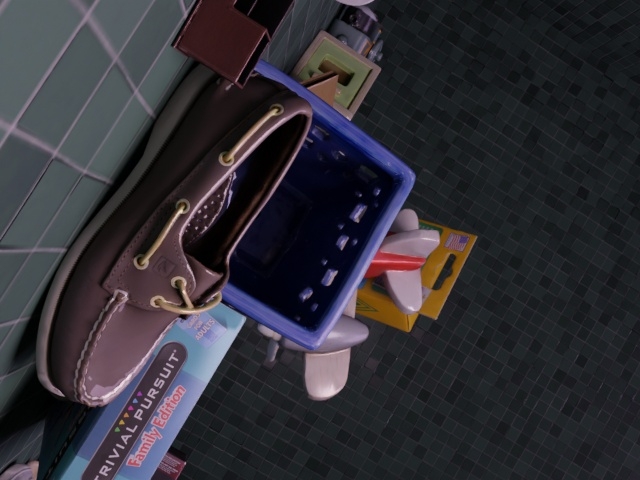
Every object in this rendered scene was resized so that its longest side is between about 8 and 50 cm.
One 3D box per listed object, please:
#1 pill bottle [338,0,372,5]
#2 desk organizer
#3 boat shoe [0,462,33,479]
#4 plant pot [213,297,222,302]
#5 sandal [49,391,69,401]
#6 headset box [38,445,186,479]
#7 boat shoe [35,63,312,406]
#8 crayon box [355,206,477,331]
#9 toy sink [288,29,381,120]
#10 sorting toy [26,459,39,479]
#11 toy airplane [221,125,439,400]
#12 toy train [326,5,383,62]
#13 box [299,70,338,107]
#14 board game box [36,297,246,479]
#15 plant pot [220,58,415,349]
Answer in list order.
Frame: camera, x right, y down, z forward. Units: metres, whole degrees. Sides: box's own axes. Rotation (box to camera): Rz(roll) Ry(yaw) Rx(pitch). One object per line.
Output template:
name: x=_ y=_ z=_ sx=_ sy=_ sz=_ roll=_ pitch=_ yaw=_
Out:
pill bottle: x=0.064 y=-0.333 z=0.628 sx=0.186 sy=0.112 sz=0.112 roll=-61 pitch=-175 yaw=-27
desk organizer: x=-0.048 y=-0.179 z=0.440 sx=0.130 sy=0.050 sz=0.047 roll=-58 pitch=-175 yaw=6
boat shoe: x=-0.382 y=0.328 z=0.736 sx=0.066 sy=0.063 sz=0.184 roll=-59 pitch=-176 yaw=-7
plant pot: x=-0.135 y=-0.001 z=1.312 sx=0.267 sy=0.267 sz=0.235 roll=-60 pitch=172 yaw=-21
sandal: x=-0.224 y=0.083 z=0.593 sx=0.180 sy=0.072 sz=0.049 roll=-55 pitch=154 yaw=9
headset box: x=-0.387 y=0.431 z=1.060 sx=0.293 sy=0.218 sz=0.110 roll=-59 pitch=-175 yaw=-16
boat shoe: x=-0.120 y=0.004 z=0.512 sx=0.324 sy=0.097 sz=0.116 roll=-60 pitch=156 yaw=-3
crayon box: x=0.107 y=0.041 z=1.159 sx=0.203 sy=0.323 sz=0.083 roll=-56 pitch=150 yaw=-30
toy sink: x=-0.002 y=-0.287 z=1.245 sx=0.234 sy=0.153 sz=0.131 roll=-60 pitch=-175 yaw=-29
sorting toy: x=-0.474 y=0.435 z=0.846 sx=0.193 sy=0.038 sz=0.208 roll=-57 pitch=-175 yaw=12
toy airplane: x=0.000 y=0.000 z=0.976 sx=0.384 sy=0.386 sz=0.272 roll=-41 pitch=155 yaw=-14
toy train: x=0.034 y=-0.401 z=1.447 sx=0.333 sy=0.142 sz=0.190 roll=-58 pitch=175 yaw=11
box: x=-0.046 y=-0.196 z=1.104 sx=0.164 sy=0.021 sz=0.201 roll=-31 pitch=150 yaw=-31
board game box: x=-0.226 y=0.161 z=0.719 sx=0.253 sy=0.079 sz=0.336 roll=-60 pitch=-161 yaw=-11
plant pot: x=-0.066 y=-0.035 z=0.724 sx=0.235 sy=0.236 sz=0.212 roll=-59 pitch=-168 yaw=-11
